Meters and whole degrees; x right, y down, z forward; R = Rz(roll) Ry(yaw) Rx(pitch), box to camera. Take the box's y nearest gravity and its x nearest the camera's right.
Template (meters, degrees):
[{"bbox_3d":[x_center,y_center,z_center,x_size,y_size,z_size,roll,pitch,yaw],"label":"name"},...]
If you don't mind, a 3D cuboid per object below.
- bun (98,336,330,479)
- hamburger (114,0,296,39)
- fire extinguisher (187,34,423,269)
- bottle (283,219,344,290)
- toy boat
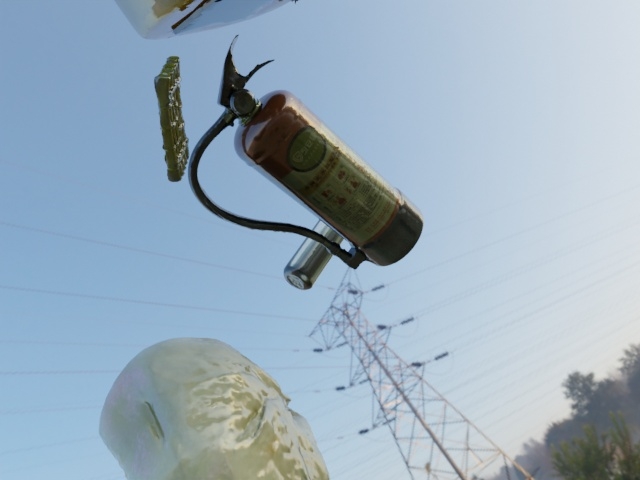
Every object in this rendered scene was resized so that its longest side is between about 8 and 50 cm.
[{"bbox_3d":[-0.130,0.286,0.725,0.213,0.361,0.361,-48,-32,-15],"label":"bun"},{"bbox_3d":[-0.134,-0.357,0.598,0.294,0.276,0.179,-29,-73,-34],"label":"hamburger"},{"bbox_3d":[-0.025,-0.080,0.716,0.376,0.113,0.200,39,-112,-27],"label":"fire extinguisher"},{"bbox_3d":[0.000,0.000,1.225,0.253,0.096,0.079,-54,13,-30],"label":"bottle"},{"bbox_3d":[-0.150,-0.123,0.528,0.016,0.063,0.115,1,-52,-4],"label":"toy boat"}]
